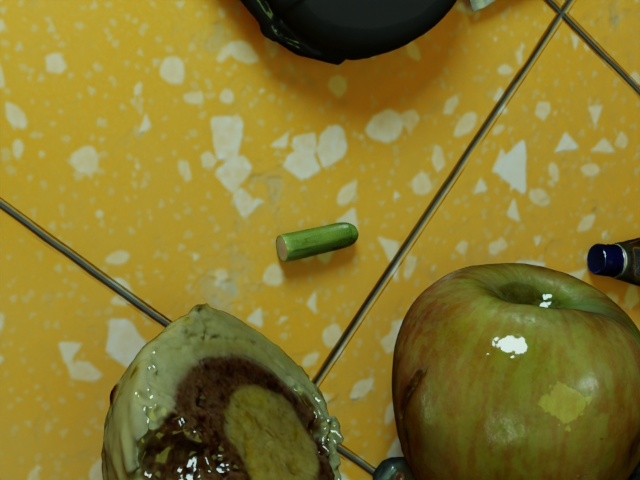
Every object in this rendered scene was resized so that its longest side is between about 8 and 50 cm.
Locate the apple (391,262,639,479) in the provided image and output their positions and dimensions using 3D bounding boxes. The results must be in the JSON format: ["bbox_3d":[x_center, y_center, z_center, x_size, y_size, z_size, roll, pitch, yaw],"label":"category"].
[{"bbox_3d":[0.191,0.158,1.359,0.264,0.264,0.264,-4,99,-27],"label":"apple"}]

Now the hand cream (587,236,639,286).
[{"bbox_3d":[0.363,0.026,1.544,0.163,0.039,0.062,5,79,-30],"label":"hand cream"}]

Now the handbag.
[{"bbox_3d":[0.012,-0.309,1.282,0.254,0.093,0.308,-44,114,-16],"label":"handbag"}]

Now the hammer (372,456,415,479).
[{"bbox_3d":[0.166,0.304,1.486,0.287,0.033,0.111,38,79,-26],"label":"hammer"}]

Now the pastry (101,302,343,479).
[{"bbox_3d":[-0.096,0.199,1.256,0.256,0.237,0.170,24,125,-35],"label":"pastry"}]

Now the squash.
[{"bbox_3d":[0.000,0.000,1.359,0.083,0.027,0.027,-13,103,-24],"label":"squash"}]

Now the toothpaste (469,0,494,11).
[{"bbox_3d":[0.272,-0.327,1.438,0.314,0.058,0.056,-26,152,-18],"label":"toothpaste"}]

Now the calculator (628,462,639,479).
[{"bbox_3d":[0.391,0.232,1.597,0.161,0.021,0.262,23,87,-28],"label":"calculator"}]
